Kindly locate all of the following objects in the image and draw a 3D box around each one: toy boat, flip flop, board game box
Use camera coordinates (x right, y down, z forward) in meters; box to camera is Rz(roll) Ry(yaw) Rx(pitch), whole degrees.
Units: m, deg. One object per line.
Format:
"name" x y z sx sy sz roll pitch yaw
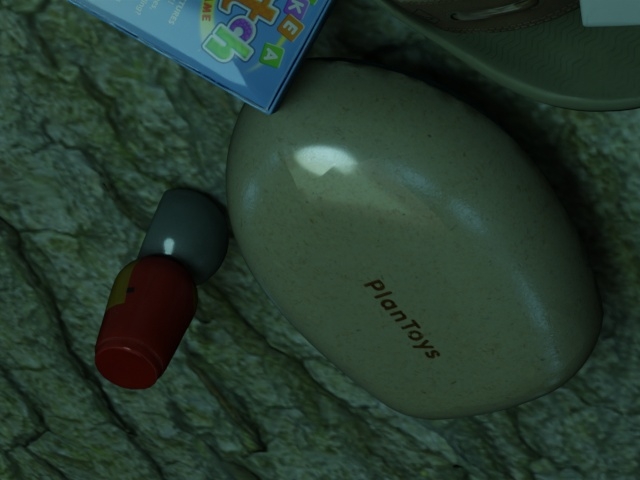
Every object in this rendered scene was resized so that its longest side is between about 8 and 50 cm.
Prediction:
"toy boat" 0.000 0.000 0.934 0.318 0.148 0.267 -14 128 30
"flip flop" 0.075 -0.145 0.725 0.277 0.080 0.112 28 97 -9
"board game box" -0.078 -0.185 0.783 0.211 0.039 0.160 30 97 2

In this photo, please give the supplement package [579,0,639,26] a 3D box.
"supplement package" 0.225 -0.174 0.587 0.244 0.134 0.139 2 129 19
